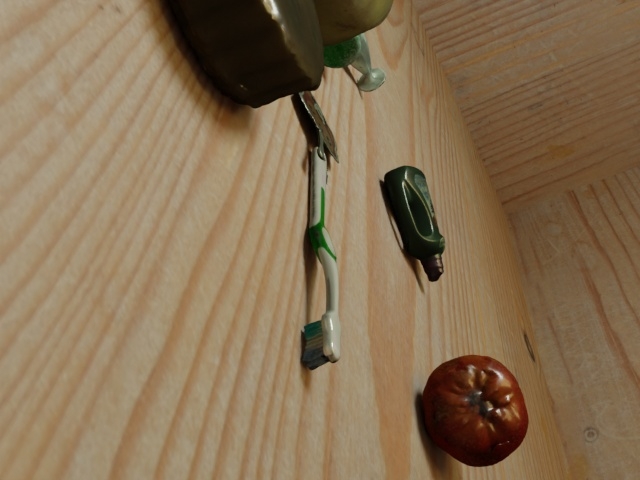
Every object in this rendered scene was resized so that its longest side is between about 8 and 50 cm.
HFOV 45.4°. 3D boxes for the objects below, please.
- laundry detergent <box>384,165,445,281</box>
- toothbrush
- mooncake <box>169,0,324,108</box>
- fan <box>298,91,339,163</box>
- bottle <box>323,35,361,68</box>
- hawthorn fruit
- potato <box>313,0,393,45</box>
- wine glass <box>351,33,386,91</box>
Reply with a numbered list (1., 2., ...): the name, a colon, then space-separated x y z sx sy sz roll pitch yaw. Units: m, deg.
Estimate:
1. laundry detergent: 0.189 -0.028 1.487 0.144 0.078 0.222 22 52 -64
2. toothbrush: 0.004 -0.002 0.975 0.042 0.040 0.418 54 23 -34
3. mooncake: -0.084 -0.269 0.894 0.228 0.124 0.228 -16 90 -75
4. fan: -0.001 -0.168 1.156 0.132 0.009 0.220 58 13 -24
5. bottle: 0.025 -0.445 1.443 0.093 0.093 0.330 54 23 -38
6. hawthorn fruit: 0.233 0.260 1.186 0.174 0.173 0.179 65 -8 -13
7. potato: -0.006 -0.424 1.125 0.326 0.220 0.243 48 36 -70
8. wine glass: 0.075 -0.373 1.547 0.155 0.073 0.073 53 23 -46
